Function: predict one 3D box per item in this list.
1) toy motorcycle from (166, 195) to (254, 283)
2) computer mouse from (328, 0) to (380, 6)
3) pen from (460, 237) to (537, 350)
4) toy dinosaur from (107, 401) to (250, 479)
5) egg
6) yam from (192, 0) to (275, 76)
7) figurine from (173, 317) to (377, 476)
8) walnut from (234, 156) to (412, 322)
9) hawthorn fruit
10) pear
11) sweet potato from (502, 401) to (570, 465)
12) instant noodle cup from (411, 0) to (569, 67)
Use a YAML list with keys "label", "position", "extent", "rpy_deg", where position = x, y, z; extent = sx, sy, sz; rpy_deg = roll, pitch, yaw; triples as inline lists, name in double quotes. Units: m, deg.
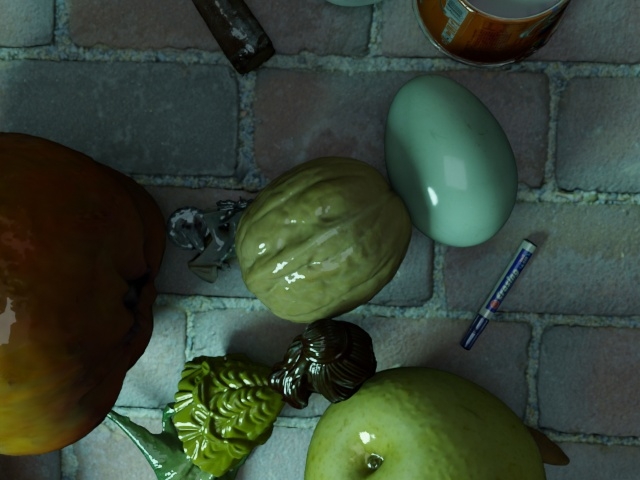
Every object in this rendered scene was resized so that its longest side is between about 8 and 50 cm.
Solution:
- label: "toy motorcycle"
  position: [-0.126, -0.005, 1.072]
  extent: [0.229, 0.094, 0.129]
  rpy_deg: [-10, 100, -8]
- label: "computer mouse"
  position: [0.041, -0.504, 0.990]
  extent: [0.184, 0.121, 0.296]
  rpy_deg: [-5, 96, 6]
- label: "pen"
  position: [0.287, 0.089, 1.077]
  extent: [0.025, 0.025, 0.204]
  rpy_deg: [30, 97, 1]
- label: "toy dinosaur"
  position: [-0.232, 0.442, 1.130]
  extent: [0.447, 0.087, 0.300]
  rpy_deg: [25, 106, -1]
- label: "egg"
  position: [0.187, -0.118, 0.985]
  extent: [0.183, 0.183, 0.264]
  rpy_deg: [-22, 88, 6]
- label: "yam"
  position: [-0.135, -0.337, 1.041]
  extent: [0.079, 0.079, 0.141]
  rpy_deg: [-33, 92, 7]
- label: "figurine"
  position: [-0.053, 0.212, 0.986]
  extent: [0.315, 0.187, 0.168]
  rpy_deg: [-28, 114, 29]
- label: "walnut"
  position: [0.000, 0.000, 0.959]
  extent: [0.261, 0.225, 0.225]
  rpy_deg: [-31, 93, 11]
- label: "hawthorn fruit"
  position: [-0.446, 0.049, 0.921]
  extent: [0.472, 0.472, 0.471]
  rpy_deg: [0, 96, 4]
- label: "pear"
  position: [0.151, 0.356, 0.961]
  extent: [0.349, 0.348, 0.348]
  rpy_deg: [0, 96, 4]
- label: "sweet potato"
  position: [0.312, 0.311, 1.083]
  extent: [0.202, 0.055, 0.058]
  rpy_deg: [35, 61, 2]
- label: "instant noodle cup"
  position: [0.258, -0.385, 0.947]
  extent: [0.251, 0.192, 0.250]
  rpy_deg: [1, 96, 5]
